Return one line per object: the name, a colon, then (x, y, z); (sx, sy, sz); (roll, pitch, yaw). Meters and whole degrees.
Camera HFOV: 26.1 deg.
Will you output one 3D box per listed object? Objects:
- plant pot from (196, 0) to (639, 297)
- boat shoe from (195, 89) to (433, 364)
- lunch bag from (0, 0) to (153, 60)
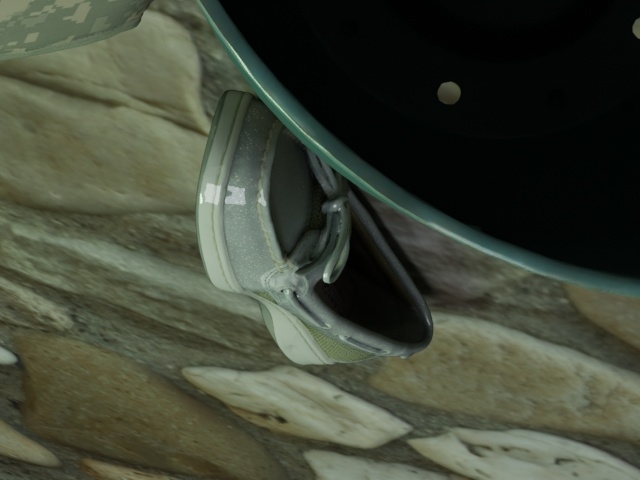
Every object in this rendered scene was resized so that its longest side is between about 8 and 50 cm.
plant pot: (0.084, -0.130, 0.440); (0.293, 0.293, 0.235); (22, 177, -5)
boat shoe: (0.000, 0.003, 0.919); (0.103, 0.118, 0.320); (3, 153, 17)
lunch bag: (-0.162, -0.198, 0.592); (0.287, 0.169, 0.235); (20, 151, -19)
